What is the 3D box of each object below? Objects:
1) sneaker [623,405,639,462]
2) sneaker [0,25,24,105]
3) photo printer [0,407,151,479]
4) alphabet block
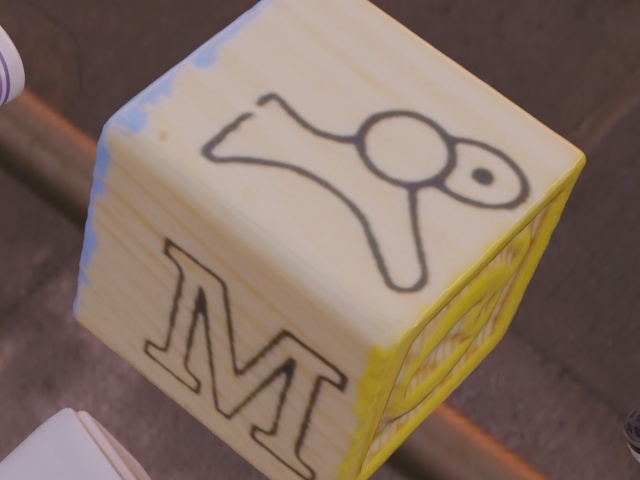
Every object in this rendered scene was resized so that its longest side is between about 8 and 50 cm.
[{"bbox_3d":[0.236,0.102,1.163,0.063,0.170,0.074,-36,98,-19],"label":"sneaker"},{"bbox_3d":[-0.394,-0.191,1.551,0.161,0.102,0.282,-30,59,-36],"label":"sneaker"},{"bbox_3d":[-0.202,0.270,1.124,0.307,0.107,0.256,-43,31,-4],"label":"photo printer"},{"bbox_3d":[0.000,0.000,1.050,0.197,0.193,0.192,38,56,16],"label":"alphabet block"}]
